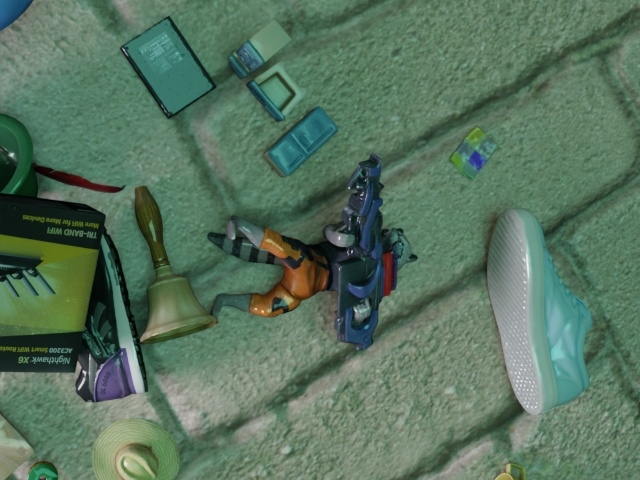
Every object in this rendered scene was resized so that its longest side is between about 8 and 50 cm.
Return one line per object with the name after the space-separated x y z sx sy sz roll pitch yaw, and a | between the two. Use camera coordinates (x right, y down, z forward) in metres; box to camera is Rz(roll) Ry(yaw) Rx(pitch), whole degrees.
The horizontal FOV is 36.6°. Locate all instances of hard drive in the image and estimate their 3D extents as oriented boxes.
-0.242 -0.275 1.545 0.094 0.022 0.135 -36 100 -12 | hard drive

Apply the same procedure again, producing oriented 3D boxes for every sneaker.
0.392 0.111 1.690 0.150 0.135 0.366 -14 104 -22 | sneaker
-0.354 0.113 1.486 0.124 0.107 0.284 -12 95 -9 | sneaker

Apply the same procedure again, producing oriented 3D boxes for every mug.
0.349 0.443 1.715 0.064 0.062 0.078 21 93 -23 | mug

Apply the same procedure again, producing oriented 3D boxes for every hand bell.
-0.250 0.029 1.519 0.126 0.126 0.242 -13 79 -15 | hand bell

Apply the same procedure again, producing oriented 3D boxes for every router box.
-0.472 0.055 1.335 0.308 0.081 0.243 6 100 -37 | router box

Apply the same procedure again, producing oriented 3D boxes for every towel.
0.270 -0.155 1.700 0.060 0.009 0.083 43 80 -14 | towel

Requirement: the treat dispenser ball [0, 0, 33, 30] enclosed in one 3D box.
-0.520 -0.416 1.326 0.288 0.288 0.288 0 92 -16 | treat dispenser ball

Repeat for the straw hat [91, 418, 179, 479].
-0.290 0.356 1.530 0.144 0.061 0.145 0 91 -16 | straw hat

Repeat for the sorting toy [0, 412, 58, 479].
-0.533 0.307 1.467 0.132 0.046 0.274 -42 102 -11 | sorting toy

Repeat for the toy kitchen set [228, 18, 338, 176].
-0.066 -0.218 1.522 0.122 0.166 0.207 -43 102 -11 | toy kitchen set

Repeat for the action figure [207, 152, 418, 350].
0.000 0.000 1.548 0.330 0.178 0.342 -1 117 -21 | action figure

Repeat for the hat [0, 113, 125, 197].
-0.462 -0.077 1.490 0.208 0.183 0.173 21 78 26 | hat
